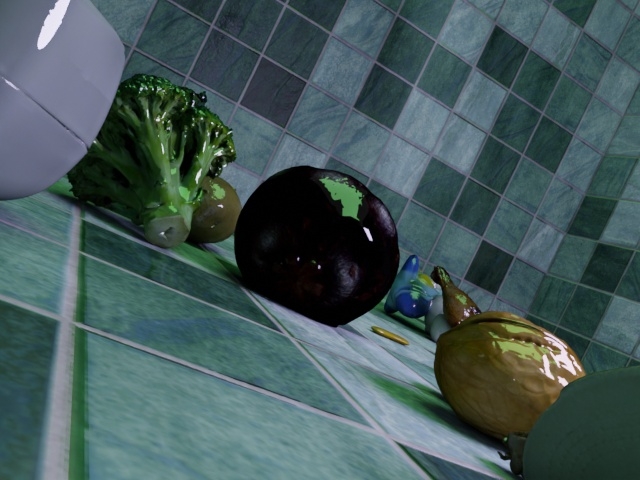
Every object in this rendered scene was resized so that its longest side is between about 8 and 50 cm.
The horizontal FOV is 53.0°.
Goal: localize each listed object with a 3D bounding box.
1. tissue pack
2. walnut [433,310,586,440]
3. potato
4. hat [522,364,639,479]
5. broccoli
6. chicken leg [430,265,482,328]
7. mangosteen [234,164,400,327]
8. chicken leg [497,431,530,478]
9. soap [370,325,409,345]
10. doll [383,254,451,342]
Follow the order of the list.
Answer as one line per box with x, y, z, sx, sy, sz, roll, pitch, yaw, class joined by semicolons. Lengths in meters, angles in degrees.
-0.378;-0.176;0.597;0.333;0.236;0.229;26;-9;10;tissue pack
0.210;0.154;0.709;0.180;0.144;0.144;32;0;0;walnut
-0.231;-0.055;1.316;0.157;0.157;0.194;26;-13;18;potato
0.262;0.191;0.373;0.301;0.168;0.258;-8;-49;45;hat
-0.271;-0.109;1.001;0.269;0.269;0.254;26;5;43;broccoli
0.392;0.204;1.679;0.322;0.083;0.177;51;19;2;chicken leg
-0.002;0.004;1.051;0.288;0.233;0.287;18;2;-1;mangosteen
0.265;0.219;0.598;0.196;0.080;0.125;16;-3;-42;chicken leg
0.134;0.182;1.227;0.089;0.012;0.034;26;0;-26;soap
0.321;0.195;1.897;0.366;0.187;0.376;39;-5;33;doll
